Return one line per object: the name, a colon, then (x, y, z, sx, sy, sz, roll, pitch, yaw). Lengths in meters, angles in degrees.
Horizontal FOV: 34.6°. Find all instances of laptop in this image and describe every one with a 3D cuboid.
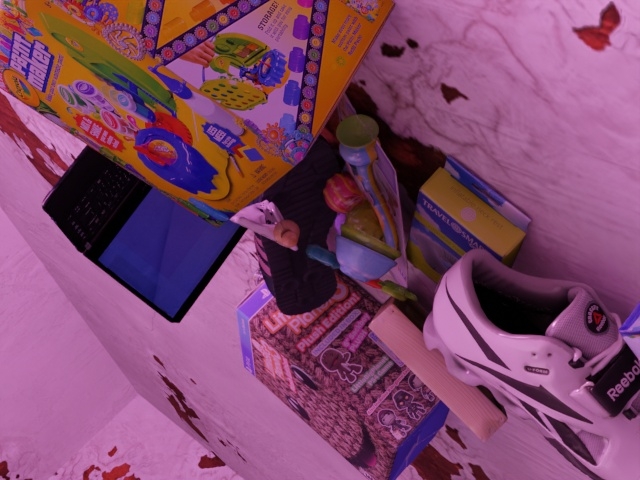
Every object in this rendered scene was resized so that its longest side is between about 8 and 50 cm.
laptop: (-0.177, -0.057, 1.222, 0.136, 0.234, 0.264, 32, 165, 11)

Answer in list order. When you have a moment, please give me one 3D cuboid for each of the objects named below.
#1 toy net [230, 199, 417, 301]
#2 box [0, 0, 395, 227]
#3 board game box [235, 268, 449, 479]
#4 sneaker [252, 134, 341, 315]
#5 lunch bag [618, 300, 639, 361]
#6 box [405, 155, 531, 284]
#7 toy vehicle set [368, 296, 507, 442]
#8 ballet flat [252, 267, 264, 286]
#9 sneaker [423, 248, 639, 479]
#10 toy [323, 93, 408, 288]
toy net: (0.000, 0.000, 1.096, 0.232, 0.045, 0.122, 24, 178, 40)
box: (-0.133, -0.182, 0.958, 0.279, 0.177, 0.290, 33, 161, -10)
board game box: (0.035, 0.184, 1.460, 0.291, 0.141, 0.232, 39, 159, 18)
sneaker: (-0.045, -0.041, 1.262, 0.319, 0.112, 0.131, 94, 155, -52)
lunch bag: (0.329, 0.089, 0.784, 0.151, 0.096, 0.129, -15, 114, 52)
box: (0.145, 0.001, 1.043, 0.109, 0.042, 0.178, 40, 160, 17)
toy vehicle set: (0.132, 0.130, 1.160, 0.166, 0.035, 0.267, 45, -175, 4)
ballet flat: (-0.071, 0.091, 1.648, 0.041, 0.041, 0.114, 25, 152, 45)
sneaker: (0.245, 0.120, 0.929, 0.330, 0.122, 0.146, 28, 148, 16)
toy: (0.039, -0.042, 1.105, 0.237, 0.056, 0.137, 84, 160, -55)
